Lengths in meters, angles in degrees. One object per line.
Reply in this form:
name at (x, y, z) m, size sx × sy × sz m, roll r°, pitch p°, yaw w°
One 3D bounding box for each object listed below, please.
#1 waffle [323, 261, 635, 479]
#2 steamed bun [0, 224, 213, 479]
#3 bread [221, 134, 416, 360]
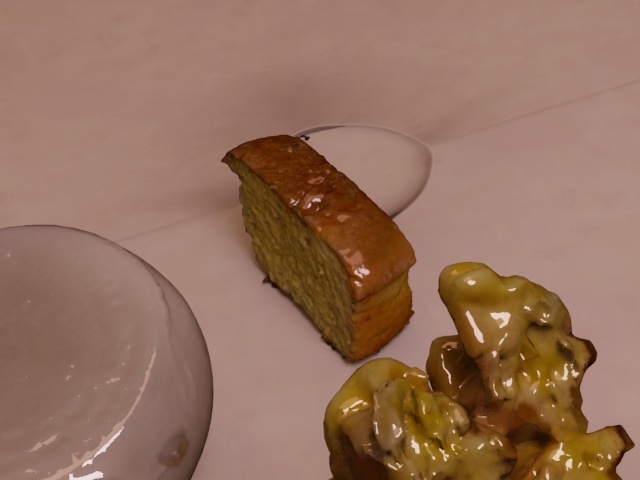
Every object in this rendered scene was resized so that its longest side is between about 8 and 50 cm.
waffle at (0.141, 0.173, 0.687) m, size 0.151 × 0.261 × 0.324 m, roll -29°, pitch 38°, yaw -26°
steamed bun at (-0.173, 0.111, 0.940) m, size 0.232 × 0.145 × 0.232 m, roll -6°, pitch 52°, yaw 7°
bread at (0.000, 0.000, 1.077) m, size 0.065 × 0.103 × 0.187 m, roll -27°, pitch 39°, yaw -21°
